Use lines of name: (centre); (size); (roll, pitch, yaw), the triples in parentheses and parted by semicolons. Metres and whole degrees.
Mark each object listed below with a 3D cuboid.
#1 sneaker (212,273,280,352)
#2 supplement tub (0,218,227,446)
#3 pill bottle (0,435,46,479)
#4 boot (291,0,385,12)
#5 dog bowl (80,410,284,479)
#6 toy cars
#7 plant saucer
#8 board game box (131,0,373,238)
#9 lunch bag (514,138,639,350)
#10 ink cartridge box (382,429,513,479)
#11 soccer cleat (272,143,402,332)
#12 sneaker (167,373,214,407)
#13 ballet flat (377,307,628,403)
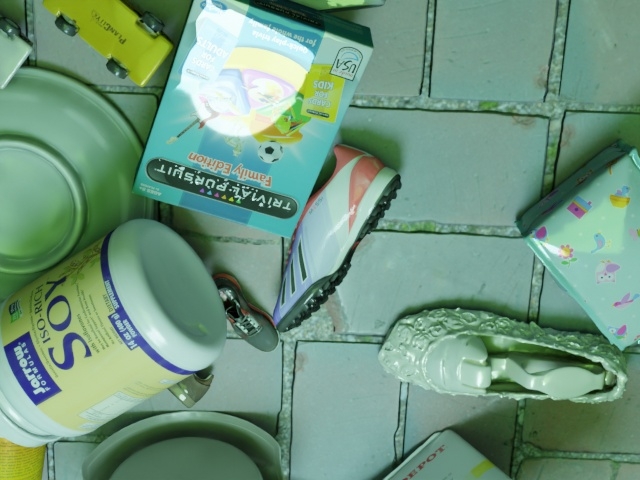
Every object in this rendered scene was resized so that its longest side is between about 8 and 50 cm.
sneaker: (-0.127, 0.127, 1.634); (0.061, 0.065, 0.158); (-39, 104, 12)
supplement tub: (-0.331, 0.142, 1.496); (0.331, 0.241, 0.241); (-31, 105, 17)
pill bottle: (-0.516, 0.321, 1.660); (0.136, 0.136, 0.246); (12, 107, -4)
boot: (-0.036, -0.388, 1.466); (0.258, 0.095, 0.124); (-7, 98, -3)
dog bowl: (-0.212, 0.420, 1.596); (0.348, 0.349, 0.102); (0, 121, 0)
toy cars: (-0.404, -0.314, 1.486); (0.393, 0.087, 0.177); (0, 103, 4)
plant saucer: (-0.459, -0.061, 1.557); (0.400, 0.100, 0.401); (0, 109, 0)
board game box: (-0.104, -0.186, 1.468); (0.253, 0.079, 0.336); (16, 121, -13)
lunch bag: (0.463, 0.013, 1.550); (0.223, 0.160, 0.262); (-41, 98, 11)
ink cartridge box: (0.208, 0.486, 1.557); (0.279, 0.384, 0.160); (-40, 107, -6)
soccer cleat: (0.000, 0.000, 1.586); (0.116, 0.108, 0.318); (37, 109, 12)
sneaker: (-0.255, 0.186, 1.666); (0.071, 0.066, 0.188); (-44, 102, -14)
ballet flat: (0.298, 0.193, 1.621); (0.408, 0.147, 0.147); (4, 108, 0)
